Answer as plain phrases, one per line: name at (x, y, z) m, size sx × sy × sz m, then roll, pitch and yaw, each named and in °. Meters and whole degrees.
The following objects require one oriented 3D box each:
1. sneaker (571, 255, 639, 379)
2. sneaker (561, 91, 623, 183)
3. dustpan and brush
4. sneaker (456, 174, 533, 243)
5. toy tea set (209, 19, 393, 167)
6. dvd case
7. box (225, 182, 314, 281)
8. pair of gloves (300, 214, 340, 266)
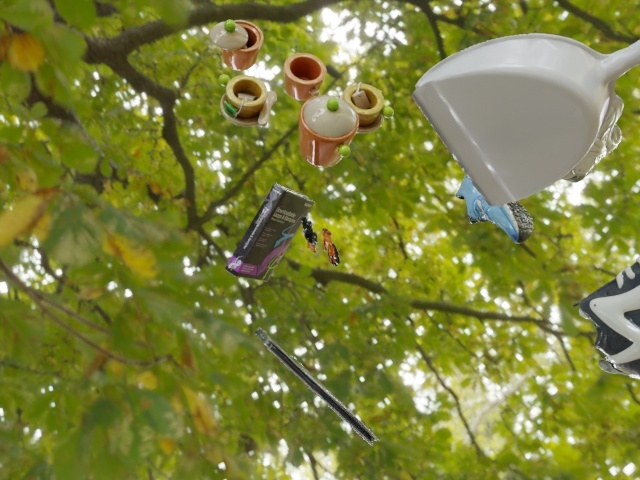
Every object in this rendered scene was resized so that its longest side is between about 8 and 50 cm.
sneaker at (0.322, 0.033, 0.812) m, size 0.094 × 0.153 × 0.235 m, roll -9°, pitch -84°, yaw -45°
sneaker at (0.341, -0.138, 1.088) m, size 0.115 × 0.090 × 0.232 m, roll -58°, pitch -33°, yaw -3°
dustpan and brush at (0.199, -0.118, 0.643) m, size 0.211 × 0.060 × 0.147 m, roll -17°, pitch -54°, yaw 38°
sneaker at (0.273, -0.045, 1.295) m, size 0.063 × 0.162 × 0.073 m, roll 17°, pitch -61°, yaw -42°
toy tea set at (-0.048, -0.261, 1.335) m, size 0.200 × 0.336 × 0.124 m, roll -58°, pitch -8°, yaw -33°
dvd case at (-0.011, 0.218, 1.248) m, size 0.221 × 0.164 × 0.018 m, roll 45°, pitch -97°, yaw -7°
box at (-0.081, -0.010, 1.335) m, size 0.162 × 0.029 × 0.116 m, roll -61°, pitch -24°, yaw 6°
pair of gloves at (0.000, 0.000, 1.224) m, size 0.010 × 0.083 × 0.074 m, roll -34°, pitch -43°, yaw -22°
